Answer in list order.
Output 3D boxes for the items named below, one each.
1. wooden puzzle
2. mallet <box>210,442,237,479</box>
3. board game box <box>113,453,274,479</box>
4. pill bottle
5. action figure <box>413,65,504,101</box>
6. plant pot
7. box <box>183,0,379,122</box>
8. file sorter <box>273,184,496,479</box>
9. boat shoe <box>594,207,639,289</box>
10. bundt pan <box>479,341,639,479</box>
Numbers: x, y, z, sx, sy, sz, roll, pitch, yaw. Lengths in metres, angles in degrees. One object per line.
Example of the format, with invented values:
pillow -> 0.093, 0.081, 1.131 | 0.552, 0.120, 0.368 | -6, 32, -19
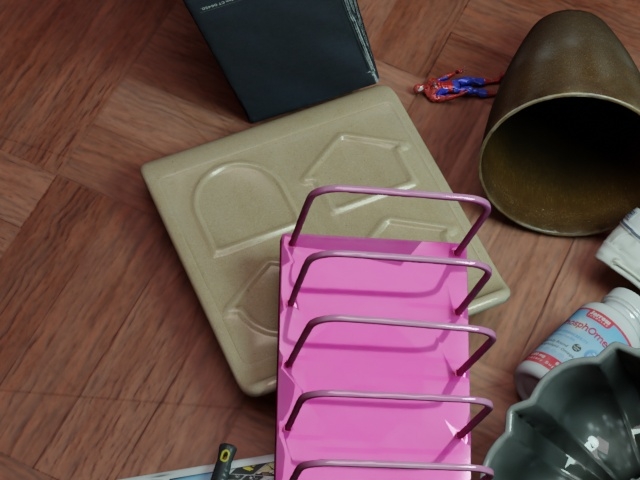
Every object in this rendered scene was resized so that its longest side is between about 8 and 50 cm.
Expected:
wooden puzzle -> 0.000, 0.000, 1.720 | 0.322, 0.080, 0.348 | -20, 58, -15
mallet -> -0.124, 0.287, 1.501 | 0.062, 0.039, 0.190 | 5, 55, 2
board game box -> -0.049, 0.317, 1.536 | 0.305, 0.053, 0.193 | -9, 60, -8
pill bottle -> 0.293, 0.124, 1.650 | 0.087, 0.087, 0.160 | 41, 65, 19
action figure -> 0.172, -0.192, 1.868 | 0.115, 0.030, 0.038 | -6, 65, -4
plant pot -> 0.296, -0.160, 1.772 | 0.215, 0.215, 0.230 | 7, 45, 1
box -> -0.073, -0.348, 1.777 | 0.182, 0.294, 0.296 | -18, 60, 7
file sorter -> 0.066, 0.109, 1.499 | 0.202, 0.182, 0.291 | 4, 69, -7
boat shoe -> 0.421, 0.083, 1.684 | 0.267, 0.096, 0.088 | 45, 98, 6
bundt pan -> 0.330, 0.272, 1.497 | 0.330, 0.124, 0.331 | -8, 69, 21
